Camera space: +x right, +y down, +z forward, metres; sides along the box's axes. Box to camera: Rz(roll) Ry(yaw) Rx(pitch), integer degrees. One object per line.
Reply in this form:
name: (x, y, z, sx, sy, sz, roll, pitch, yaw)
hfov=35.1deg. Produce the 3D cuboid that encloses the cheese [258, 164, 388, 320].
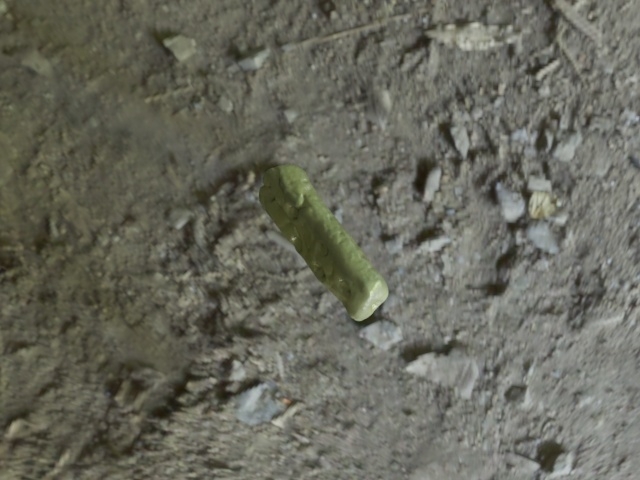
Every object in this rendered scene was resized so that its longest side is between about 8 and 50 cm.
cheese: (0.000, 0.000, 1.062, 0.043, 0.065, 0.194, -15, 58, -42)
